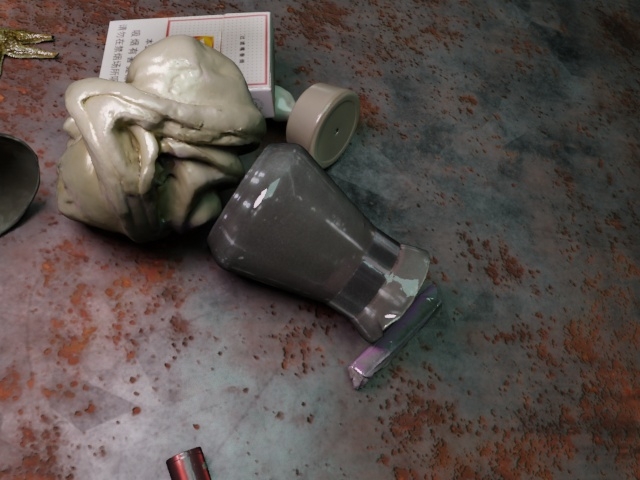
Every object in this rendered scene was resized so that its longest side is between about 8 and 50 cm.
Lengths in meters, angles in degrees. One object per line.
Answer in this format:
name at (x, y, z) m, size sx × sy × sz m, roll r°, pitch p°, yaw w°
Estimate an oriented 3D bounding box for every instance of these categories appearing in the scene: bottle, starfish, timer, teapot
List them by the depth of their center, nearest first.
bottle at (-0.178, 0.394, 0.840) m, size 0.060 × 0.060 × 0.164 m, roll -15°, pitch 69°, yaw -26°
teapot at (0.000, 0.000, 1.032) m, size 0.344 × 0.253 × 0.300 m, roll 34°, pitch 26°, yaw -7°
starfish at (-0.635, -0.384, 1.120) m, size 0.223 × 0.050 × 0.217 m, roll -9°, pitch 73°, yaw -18°
timer at (-0.071, -0.285, 1.218) m, size 0.266 × 0.175 × 0.175 m, roll 31°, pitch 55°, yaw 21°

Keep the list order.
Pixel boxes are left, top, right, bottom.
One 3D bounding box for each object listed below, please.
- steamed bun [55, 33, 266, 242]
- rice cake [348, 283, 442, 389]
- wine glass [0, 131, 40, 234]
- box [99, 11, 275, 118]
steamed bun at (-0.250, -0.132, 0.934) m, size 0.352 × 0.339 × 0.247 m, roll -24°, pitch 72°, yaw -27°
rice cake at (0.147, 0.176, 1.075) m, size 0.049 × 0.055 × 0.270 m, roll 44°, pitch 60°, yaw 13°
wine glass at (-0.670, -0.187, 0.883) m, size 0.406 × 0.267 × 0.267 m, roll 43°, pitch 57°, yaw 13°
box at (-0.256, -0.341, 1.137) m, size 0.330 × 0.095 × 0.210 m, roll -2°, pitch 62°, yaw 0°
